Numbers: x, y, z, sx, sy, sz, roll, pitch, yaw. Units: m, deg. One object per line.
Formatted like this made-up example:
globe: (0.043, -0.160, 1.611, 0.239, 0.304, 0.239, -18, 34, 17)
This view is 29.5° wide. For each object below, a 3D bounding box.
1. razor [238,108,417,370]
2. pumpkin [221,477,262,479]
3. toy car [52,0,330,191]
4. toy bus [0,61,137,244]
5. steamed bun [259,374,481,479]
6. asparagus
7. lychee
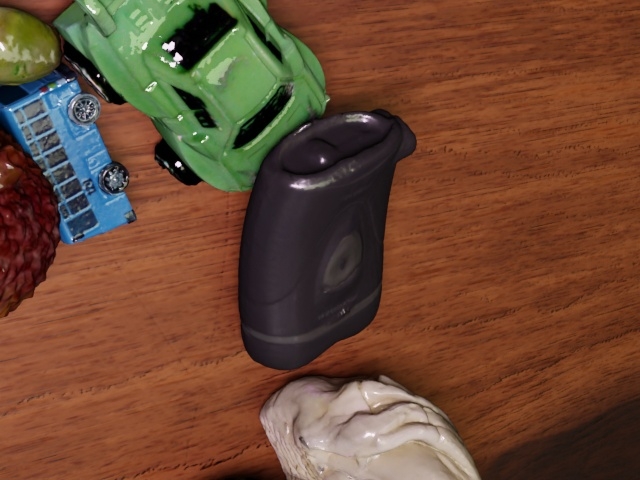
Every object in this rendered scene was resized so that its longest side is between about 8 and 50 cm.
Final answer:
razor: (-0.001, 0.000, 1.449, 0.204, 0.113, 0.349, -25, 143, -29)
pumpkin: (-0.101, 0.436, 1.537, 0.315, 0.238, 0.315, 2, 124, 3)
toy car: (-0.127, -0.198, 1.291, 0.213, 0.176, 0.359, -45, 128, -7)
toy bus: (-0.275, -0.090, 1.296, 0.106, 0.090, 0.185, -30, 122, -19)
steamed bun: (0.087, 0.293, 1.583, 0.206, 0.275, 0.320, -32, 85, -22)
asparagus: (-0.422, -0.188, 1.161, 0.343, 0.085, 0.082, -4, 119, -28)
lychee: (-0.383, -0.022, 1.158, 0.260, 0.260, 0.261, -14, 117, -28)
